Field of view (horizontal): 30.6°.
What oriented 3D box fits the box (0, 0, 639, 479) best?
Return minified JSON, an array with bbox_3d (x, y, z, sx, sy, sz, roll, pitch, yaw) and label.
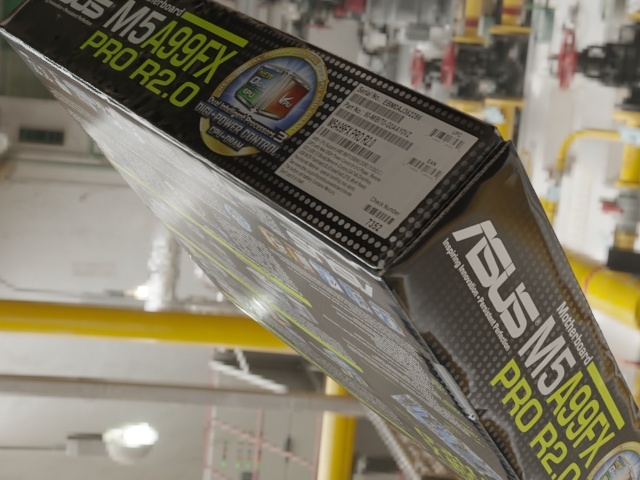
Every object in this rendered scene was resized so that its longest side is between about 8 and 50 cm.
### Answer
[{"bbox_3d":[0.000,0.000,0.494,0.270,0.060,0.216,33,165,45],"label":"box"}]
